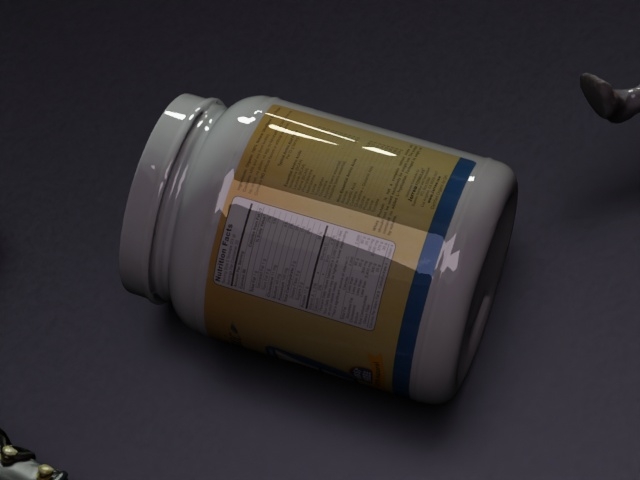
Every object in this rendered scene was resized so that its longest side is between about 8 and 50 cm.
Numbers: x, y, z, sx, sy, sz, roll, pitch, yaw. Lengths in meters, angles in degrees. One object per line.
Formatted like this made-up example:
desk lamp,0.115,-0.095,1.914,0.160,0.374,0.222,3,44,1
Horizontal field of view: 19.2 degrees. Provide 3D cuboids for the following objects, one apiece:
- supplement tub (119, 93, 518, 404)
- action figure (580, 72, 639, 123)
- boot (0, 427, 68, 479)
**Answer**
supplement tub,0.000,0.000,1.083,0.199,0.144,0.144,16,73,11
action figure,0.302,-0.146,1.088,0.330,0.178,0.341,-41,69,-8
boot,-0.215,0.093,1.103,0.178,0.085,0.236,24,80,11
